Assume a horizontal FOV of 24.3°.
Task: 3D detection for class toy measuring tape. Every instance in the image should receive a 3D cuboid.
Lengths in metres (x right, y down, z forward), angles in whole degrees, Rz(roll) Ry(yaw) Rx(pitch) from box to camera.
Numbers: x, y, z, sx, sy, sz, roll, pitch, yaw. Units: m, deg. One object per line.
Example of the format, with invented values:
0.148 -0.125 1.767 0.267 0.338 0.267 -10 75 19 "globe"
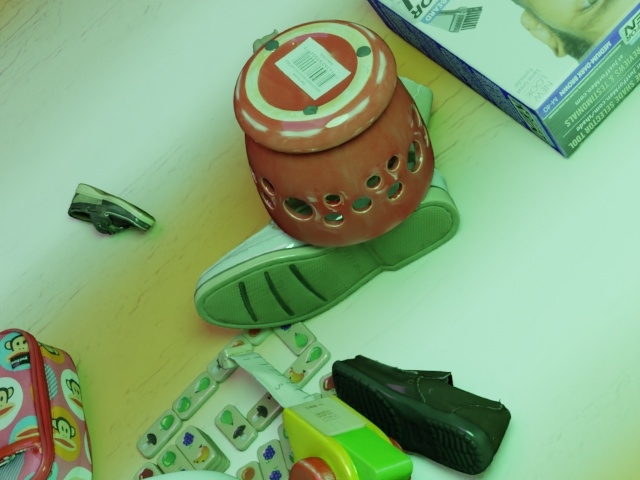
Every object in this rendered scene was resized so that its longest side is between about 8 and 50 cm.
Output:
-0.007 0.216 1.500 0.121 0.121 0.330 -53 41 -6 "toy measuring tape"

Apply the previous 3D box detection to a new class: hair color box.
0.210 -0.258 1.646 0.185 0.110 0.339 -46 50 -1 "hair color box"

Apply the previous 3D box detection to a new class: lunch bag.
-0.405 0.267 1.723 0.293 0.120 0.258 -28 55 17 "lunch bag"

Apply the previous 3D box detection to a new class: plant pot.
0.007 -0.115 1.526 0.191 0.174 0.191 -10 52 14 "plant pot"

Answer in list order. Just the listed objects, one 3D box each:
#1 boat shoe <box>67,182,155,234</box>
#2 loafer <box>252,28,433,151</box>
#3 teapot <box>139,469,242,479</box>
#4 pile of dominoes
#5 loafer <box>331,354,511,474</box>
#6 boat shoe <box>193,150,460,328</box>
-0.261 -0.030 1.851 0.152 0.056 0.049 19 79 49 "boat shoe"
0.031 -0.181 1.725 0.268 0.102 0.092 35 83 32 "loafer"
-0.144 0.354 1.421 0.253 0.256 0.187 -22 59 -1 "teapot"
-0.090 0.195 1.605 0.251 0.040 0.196 -47 48 0 "pile of dominoes"
0.101 0.167 1.486 0.078 0.080 0.220 -33 38 -33 "loafer"
0.000 0.000 1.627 0.302 0.113 0.103 -22 47 5 "boat shoe"
